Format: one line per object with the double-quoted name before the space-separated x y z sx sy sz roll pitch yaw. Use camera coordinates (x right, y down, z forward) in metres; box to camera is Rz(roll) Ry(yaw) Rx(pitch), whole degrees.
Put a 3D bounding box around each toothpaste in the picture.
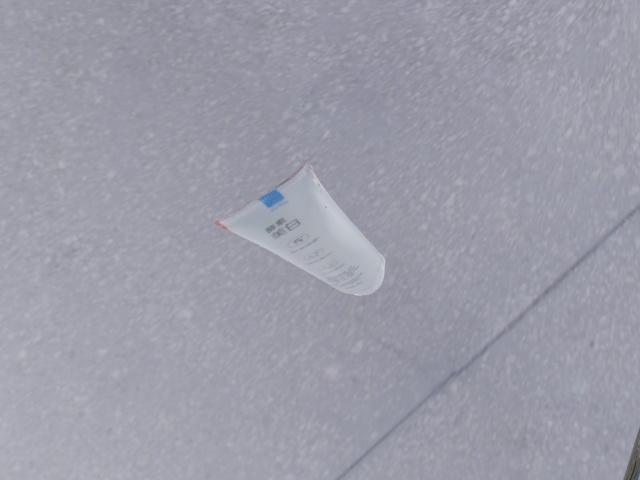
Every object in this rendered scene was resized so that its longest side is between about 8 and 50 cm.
"toothpaste" 0.000 0.000 0.569 0.048 0.190 0.031 -31 71 8

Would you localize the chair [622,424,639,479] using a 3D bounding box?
"chair" 0.273 0.135 0.649 0.188 0.166 0.272 20 72 1
